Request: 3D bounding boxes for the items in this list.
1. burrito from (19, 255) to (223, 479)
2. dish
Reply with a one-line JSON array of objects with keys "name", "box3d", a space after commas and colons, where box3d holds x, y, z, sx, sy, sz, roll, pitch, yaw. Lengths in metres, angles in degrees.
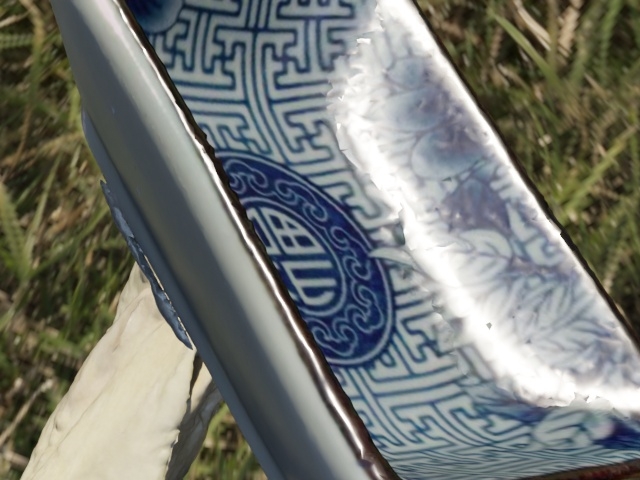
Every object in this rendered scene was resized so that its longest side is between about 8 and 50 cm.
[{"name": "burrito", "box3d": [-0.100, 0.118, 0.821, 0.076, 0.117, 0.392, 28, 84, -16]}, {"name": "dish", "box3d": [0.000, 0.000, 0.578, 0.080, 0.182, 0.243, -44, 64, 29]}]
